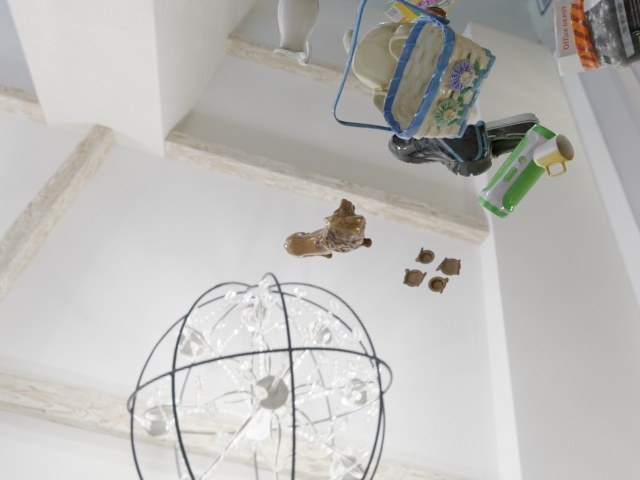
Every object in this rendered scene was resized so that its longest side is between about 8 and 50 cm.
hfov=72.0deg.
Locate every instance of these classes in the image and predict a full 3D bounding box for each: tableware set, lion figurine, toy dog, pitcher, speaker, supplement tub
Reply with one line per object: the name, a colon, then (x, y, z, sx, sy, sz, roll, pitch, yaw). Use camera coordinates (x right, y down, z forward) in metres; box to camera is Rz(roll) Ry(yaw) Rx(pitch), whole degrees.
tableware set: (0.346, 0.096, 1.373, 0.169, 0.020, 0.141, 17, -116, 38)
lion figurine: (0.000, 0.000, 1.376, 0.240, 0.392, 0.142, -7, -105, -52)
toy dog: (0.309, -0.611, 1.479, 0.395, 0.284, 0.408, 30, -131, 24)
pitcher: (-0.063, -0.670, 1.379, 0.126, 0.207, 0.178, 13, -172, 22)
speaker: (0.644, -0.219, 1.423, 0.131, 0.296, 0.131, 28, -158, -12)
supplement tub: (0.733, -0.500, 0.927, 0.207, 0.338, 0.207, 13, -108, -48)

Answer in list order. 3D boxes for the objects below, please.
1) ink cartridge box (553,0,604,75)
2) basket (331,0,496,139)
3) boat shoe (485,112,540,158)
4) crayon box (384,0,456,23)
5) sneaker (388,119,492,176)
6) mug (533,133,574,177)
ink cartridge box: (0.821, -0.615, 1.289, 0.168, 0.233, 0.171, 5, -97, -59)
basket: (0.187, -0.342, 0.905, 0.289, 0.254, 0.201, 9, -148, -12)
boat shoe: (0.611, -0.354, 1.589, 0.121, 0.335, 0.119, 33, -127, -40)
crayon box: (0.410, -0.960, 1.743, 0.165, 0.278, 0.081, 25, -116, -27)
sneaker: (0.325, -0.282, 1.226, 0.125, 0.139, 0.341, -30, -147, -28)
mug: (0.497, -0.182, 0.950, 0.062, 0.064, 0.078, 34, -120, -19)
